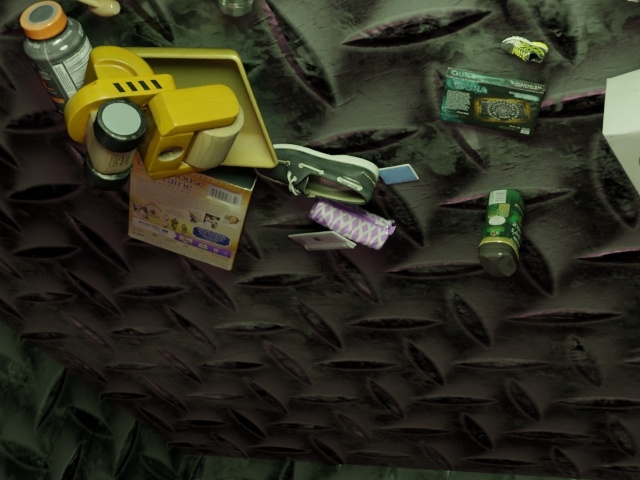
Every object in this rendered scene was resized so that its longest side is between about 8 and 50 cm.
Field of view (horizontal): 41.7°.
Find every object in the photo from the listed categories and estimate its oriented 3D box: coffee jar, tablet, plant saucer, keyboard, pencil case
[{"bbox_3d":[0.394,-0.015,1.822,0.079,0.184,0.096,-2,143,27],"label":"coffee jar"},{"bbox_3d":[0.174,-0.149,1.889,0.083,0.006,0.054,-6,141,33],"label":"tablet"},{"bbox_3d":[-0.271,-0.299,1.799,0.333,0.081,0.332,5,146,18],"label":"plant saucer"},{"bbox_3d":[0.000,0.000,2.112,0.072,0.014,0.256,36,162,-21],"label":"keyboard"},{"bbox_3d":[0.075,-0.049,2.009,0.206,0.086,0.088,23,161,-10],"label":"pencil case"}]

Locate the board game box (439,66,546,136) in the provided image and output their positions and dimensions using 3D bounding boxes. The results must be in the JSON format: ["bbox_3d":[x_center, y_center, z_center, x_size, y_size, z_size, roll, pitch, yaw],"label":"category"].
[{"bbox_3d":[0.329,-0.266,1.622,0.186,0.026,0.126,12,147,8],"label":"board game box"}]

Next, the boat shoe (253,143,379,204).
[{"bbox_3d":[-0.022,-0.145,1.902,0.303,0.091,0.114,6,148,19],"label":"boat shoe"}]

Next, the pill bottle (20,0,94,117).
[{"bbox_3d":[-0.534,-0.377,1.756,0.130,0.130,0.245,6,145,16],"label":"pill bottle"}]

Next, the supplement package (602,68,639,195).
[{"bbox_3d":[0.631,-0.195,1.476,0.194,0.149,0.203,-13,136,38],"label":"supplement package"}]

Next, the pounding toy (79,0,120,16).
[{"bbox_3d":[-0.384,-0.496,1.481,0.154,0.154,0.269,11,147,17],"label":"pounding toy"}]

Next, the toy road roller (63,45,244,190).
[{"bbox_3d":[-0.342,-0.263,1.678,0.330,0.240,0.202,-11,159,-28],"label":"toy road roller"}]

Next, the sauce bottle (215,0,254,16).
[{"bbox_3d":[-0.135,-0.517,1.379,0.111,0.111,0.344,17,147,0],"label":"sauce bottle"}]

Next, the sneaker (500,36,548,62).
[{"bbox_3d":[0.361,-0.337,1.491,0.083,0.035,0.031,10,146,11],"label":"sneaker"}]

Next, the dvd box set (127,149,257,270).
[{"bbox_3d":[-0.341,-0.087,2.167,0.308,0.062,0.420,18,148,-2],"label":"dvd box set"}]
